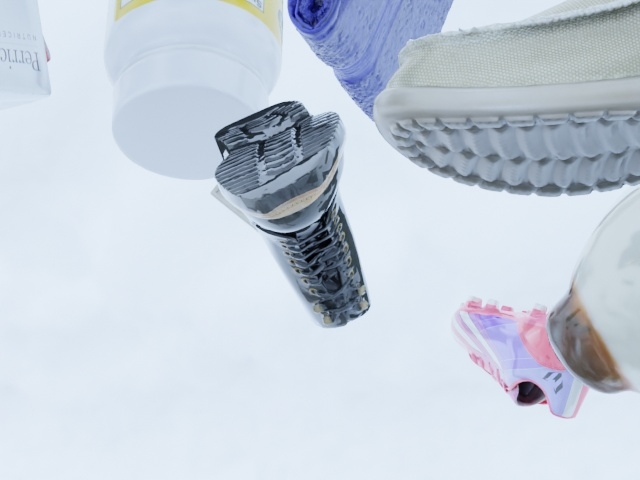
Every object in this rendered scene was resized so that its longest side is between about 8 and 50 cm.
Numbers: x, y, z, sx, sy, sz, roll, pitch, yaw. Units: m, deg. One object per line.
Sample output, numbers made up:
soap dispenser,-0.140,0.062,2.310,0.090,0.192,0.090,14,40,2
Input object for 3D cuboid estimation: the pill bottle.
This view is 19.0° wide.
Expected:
pill bottle,-0.083,-0.152,1.268,0.119,0.119,0.208,-34,42,40

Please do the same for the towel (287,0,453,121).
towel,0.055,-0.267,1.970,0.076,0.308,0.228,21,82,21

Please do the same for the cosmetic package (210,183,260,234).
cosmetic package,-0.041,-0.030,1.784,0.115,0.041,0.060,36,87,26

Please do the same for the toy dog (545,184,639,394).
toy dog,0.365,0.114,1.433,0.408,0.395,0.284,42,122,14

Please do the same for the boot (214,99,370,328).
boot,0.000,0.000,1.079,0.077,0.198,0.137,-23,104,3

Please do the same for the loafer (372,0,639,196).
loafer,0.154,-0.083,0.811,0.268,0.102,0.092,-6,70,4

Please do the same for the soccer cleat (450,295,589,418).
soccer cleat,0.173,0.104,1.696,0.248,0.083,0.095,177,107,-70

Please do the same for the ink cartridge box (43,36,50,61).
ink cartridge box,-0.318,-0.182,1.257,0.275,0.060,0.239,-22,86,40

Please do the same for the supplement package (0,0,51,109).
supplement package,-0.222,-0.169,0.816,0.134,0.139,0.244,-10,87,28
